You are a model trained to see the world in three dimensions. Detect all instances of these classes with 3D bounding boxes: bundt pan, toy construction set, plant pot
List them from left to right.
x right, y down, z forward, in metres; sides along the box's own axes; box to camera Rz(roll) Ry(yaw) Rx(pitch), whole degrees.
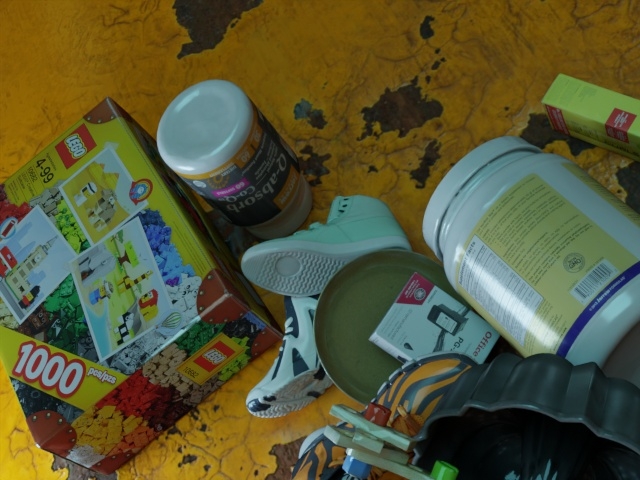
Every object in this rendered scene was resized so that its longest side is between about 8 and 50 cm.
[{"bbox_3d":[0.067,0.354,1.188,0.215,0.151,0.328,23,106,39],"label":"toy construction set"},{"bbox_3d":[0.105,0.130,1.467,0.236,0.032,0.236,2,75,-6],"label":"plant pot"},{"bbox_3d":[0.281,0.255,1.213,0.330,0.331,0.124,4,44,28],"label":"bundt pan"}]

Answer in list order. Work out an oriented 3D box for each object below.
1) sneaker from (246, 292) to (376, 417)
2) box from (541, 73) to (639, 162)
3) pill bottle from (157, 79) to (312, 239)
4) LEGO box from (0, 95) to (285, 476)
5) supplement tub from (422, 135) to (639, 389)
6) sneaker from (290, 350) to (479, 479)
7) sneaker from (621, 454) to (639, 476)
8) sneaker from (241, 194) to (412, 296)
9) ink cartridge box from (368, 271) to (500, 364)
[{"bbox_3d":[-0.036,0.151,1.544,0.235,0.094,0.153,-40,53,1],"label":"sneaker"},{"bbox_3d":[0.442,-0.167,1.485,0.232,0.087,0.058,29,79,33],"label":"box"},{"bbox_3d":[-0.125,-0.118,1.616,0.162,0.278,0.162,-12,60,21],"label":"pill bottle"},{"bbox_3d":[-0.350,0.067,1.680,0.372,0.193,0.500,-39,54,3],"label":"LEGO box"},{"bbox_3d":[0.314,0.035,1.343,0.241,0.241,0.331,-42,54,0],"label":"supplement tub"},{"bbox_3d":[0.084,0.280,1.334,0.321,0.180,0.124,-41,97,22],"label":"sneaker"},{"bbox_3d":[0.479,0.238,1.265,0.281,0.105,0.115,-7,30,26],"label":"sneaker"},{"bbox_3d":[0.000,0.000,1.554,0.255,0.094,0.151,-5,37,-8],"label":"sneaker"},{"bbox_3d":[0.161,0.133,1.421,0.150,0.063,0.109,34,75,3],"label":"ink cartridge box"}]
